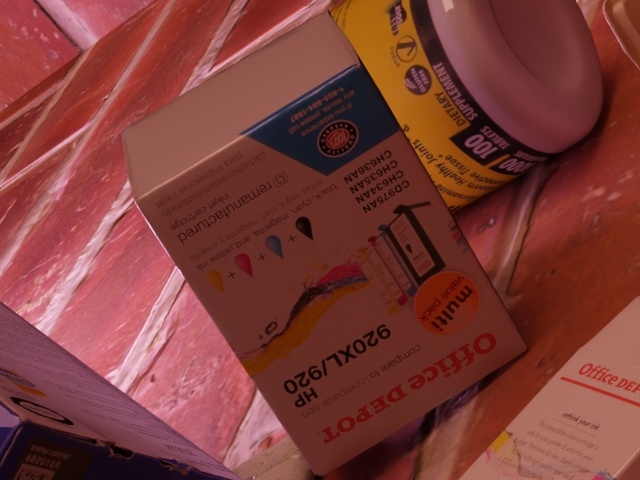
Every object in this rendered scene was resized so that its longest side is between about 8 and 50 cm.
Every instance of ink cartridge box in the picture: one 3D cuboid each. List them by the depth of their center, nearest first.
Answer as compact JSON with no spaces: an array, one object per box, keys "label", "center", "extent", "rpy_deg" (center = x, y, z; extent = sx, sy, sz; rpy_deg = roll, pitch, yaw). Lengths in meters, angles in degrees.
[{"label":"ink cartridge box","center":[0.131,0.119,0.930],"extent":[0.198,0.067,0.115],"rpy_deg":[-46,19,-10]},{"label":"ink cartridge box","center":[-0.234,0.134,1.294],"extent":[0.395,0.270,0.151],"rpy_deg":[30,91,32]},{"label":"ink cartridge box","center":[0.000,0.000,1.331],"extent":[0.171,0.233,0.168],"rpy_deg":[-31,20,2]}]

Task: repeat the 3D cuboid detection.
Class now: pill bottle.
[{"label":"pill bottle","center":[0.042,-0.092,1.567],"extent":[0.334,0.188,0.188],"rpy_deg":[-30,21,35]}]

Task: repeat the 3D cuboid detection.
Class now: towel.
[{"label":"towel","center":[-0.060,0.192,1.384],"extent":[0.148,0.027,0.110],"rpy_deg":[-31,22,32]}]

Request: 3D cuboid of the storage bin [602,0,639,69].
[{"label":"storage bin","center":[0.351,-0.223,1.324],"extent":[0.262,0.123,0.260],"rpy_deg":[-25,24,42]}]
